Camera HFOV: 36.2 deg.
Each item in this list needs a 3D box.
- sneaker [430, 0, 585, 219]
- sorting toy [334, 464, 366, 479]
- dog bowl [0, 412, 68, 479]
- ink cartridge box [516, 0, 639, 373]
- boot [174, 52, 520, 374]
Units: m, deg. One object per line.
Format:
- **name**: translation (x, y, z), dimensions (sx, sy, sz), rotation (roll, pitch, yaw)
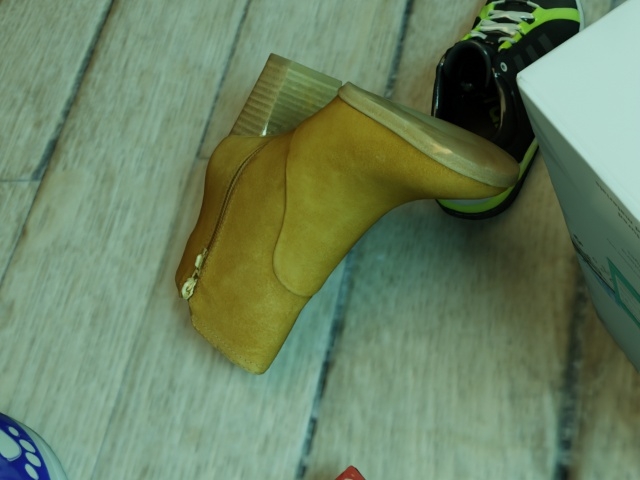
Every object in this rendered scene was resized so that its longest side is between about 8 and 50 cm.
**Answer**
- **sneaker**: translation (0.134, -0.125, 0.716), dimensions (0.084, 0.097, 0.234), rotation (6, 65, 28)
- **sorting toy**: translation (0.053, 0.259, 0.559), dimensions (0.132, 0.046, 0.274), rotation (-45, 53, -4)
- **dog bowl**: translation (-0.317, 0.236, 0.713), dimensions (0.265, 0.104, 0.264), rotation (-12, 58, 19)
- **ink cartridge box**: translation (0.253, 0.001, 0.477), dimensions (0.198, 0.270, 0.197), rotation (-34, 54, 4)
- **boot**: translation (-0.001, 0.000, 0.660), dimensions (0.295, 0.104, 0.211), rotation (34, 106, 56)
